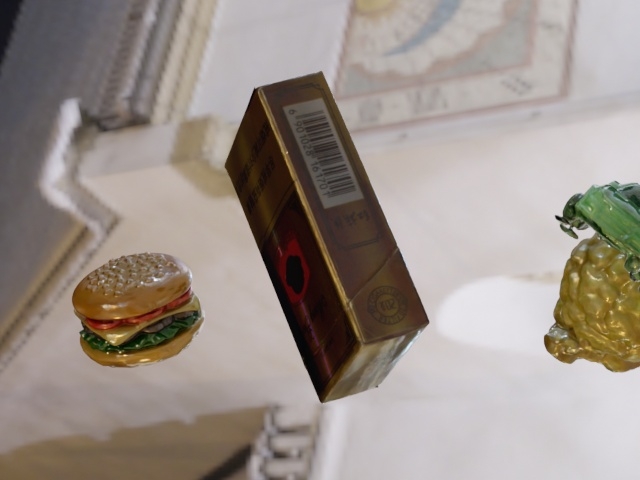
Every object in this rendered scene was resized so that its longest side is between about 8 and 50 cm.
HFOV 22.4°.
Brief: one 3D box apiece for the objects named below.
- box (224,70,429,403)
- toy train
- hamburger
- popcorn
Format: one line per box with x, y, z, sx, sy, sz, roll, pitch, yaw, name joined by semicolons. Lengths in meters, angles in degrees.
0.000;0.000;1.356;0.071;0.159;0.240;-15;-108;-22;box
0.269;-0.015;1.409;0.081;0.099;0.149;-50;-17;2;toy train
-0.219;0.083;1.927;0.162;0.162;0.115;-46;-50;-51;hamburger
0.417;0.079;2.192;0.205;0.251;0.237;59;-168;2;popcorn
